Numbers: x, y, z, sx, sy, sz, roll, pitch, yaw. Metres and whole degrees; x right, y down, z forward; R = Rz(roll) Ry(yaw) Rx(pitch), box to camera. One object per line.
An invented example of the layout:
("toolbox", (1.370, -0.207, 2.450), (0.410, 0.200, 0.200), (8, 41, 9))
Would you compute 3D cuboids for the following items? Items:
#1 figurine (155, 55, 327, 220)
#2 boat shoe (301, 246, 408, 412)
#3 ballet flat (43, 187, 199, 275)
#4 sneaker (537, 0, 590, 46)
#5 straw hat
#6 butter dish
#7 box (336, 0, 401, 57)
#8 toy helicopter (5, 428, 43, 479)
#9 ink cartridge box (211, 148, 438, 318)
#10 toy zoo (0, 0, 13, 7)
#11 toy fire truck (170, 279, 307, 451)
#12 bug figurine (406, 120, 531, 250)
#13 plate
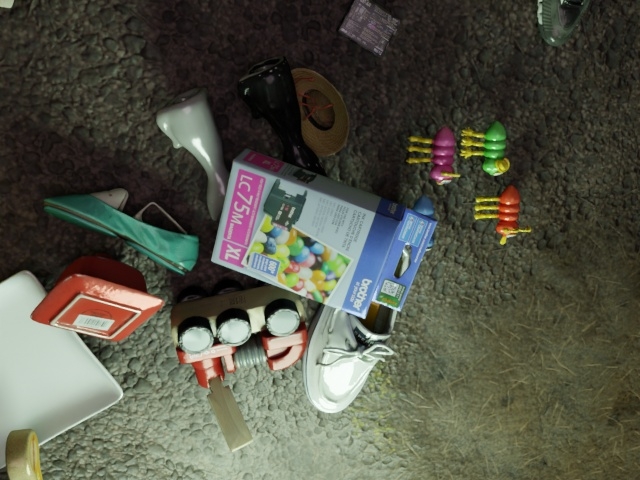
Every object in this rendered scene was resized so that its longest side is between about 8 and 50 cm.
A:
("figurine", (-0.116, -0.147, 1.008), (0.215, 0.092, 0.209), (-20, 115, 5))
("boat shoe", (0.071, 0.157, 1.112), (0.136, 0.156, 0.367), (17, 103, -16))
("ballet flat", (-0.304, -0.031, 1.026), (0.247, 0.083, 0.087), (28, 76, -18))
("sneaker", (0.416, -0.427, 1.023), (0.078, 0.106, 0.234), (13, 104, -14))
("straw hat", (0.005, -0.212, 1.027), (0.061, 0.144, 0.144), (-38, 118, -42))
("butter dish", (-0.350, 0.073, 1.025), (0.160, 0.118, 0.160), (23, 133, -37))
("box", (0.077, -0.341, 1.027), (0.083, 0.018, 0.067), (26, 101, -18))
("toy helicopter", (-0.471, 0.479, 1.062), (0.140, 0.235, 0.355), (-6, 108, -9))
("ink cartridge box", (0.000, 0.000, 0.982), (0.311, 0.065, 0.186), (19, 120, 3))
("toy zoo", (-0.417, -0.474, 0.807), (0.192, 0.030, 0.293), (36, 111, 6))
("toy fire truck", (-0.126, 0.207, 1.104), (0.217, 0.158, 0.246), (-11, 121, -9))
("bug figurine", (0.243, -0.085, 1.074), (0.279, 0.072, 0.216), (-9, 103, -29))
("plate", (-0.516, 0.217, 1.070), (0.277, 0.045, 0.278), (-30, 111, -2))
